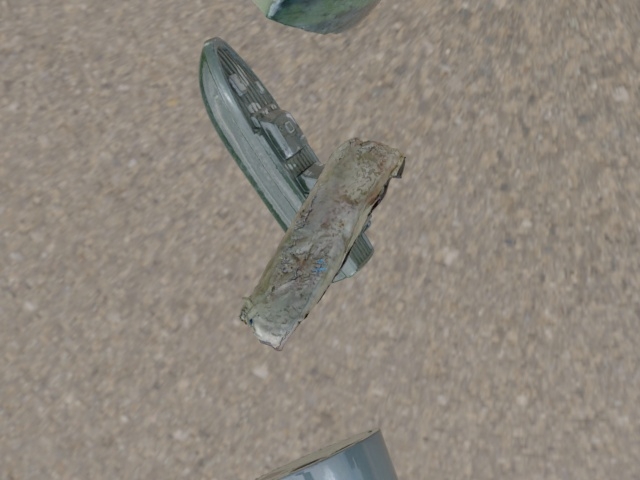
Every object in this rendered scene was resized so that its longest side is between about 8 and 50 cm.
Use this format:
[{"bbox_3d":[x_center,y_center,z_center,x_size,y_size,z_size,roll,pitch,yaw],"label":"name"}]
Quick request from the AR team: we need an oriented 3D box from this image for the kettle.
[{"bbox_3d":[0.012,0.332,1.238,0.211,0.160,0.243,-26,85,35],"label":"kettle"}]

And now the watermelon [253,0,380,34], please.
[{"bbox_3d":[-0.028,-0.281,1.064,0.293,0.283,0.250,6,129,27],"label":"watermelon"}]

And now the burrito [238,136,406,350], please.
[{"bbox_3d":[-0.001,-0.001,0.883,0.051,0.042,0.171,22,74,27],"label":"burrito"}]

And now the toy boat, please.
[{"bbox_3d":[-0.031,-0.082,1.200,0.085,0.078,0.260,-31,96,29],"label":"toy boat"}]
